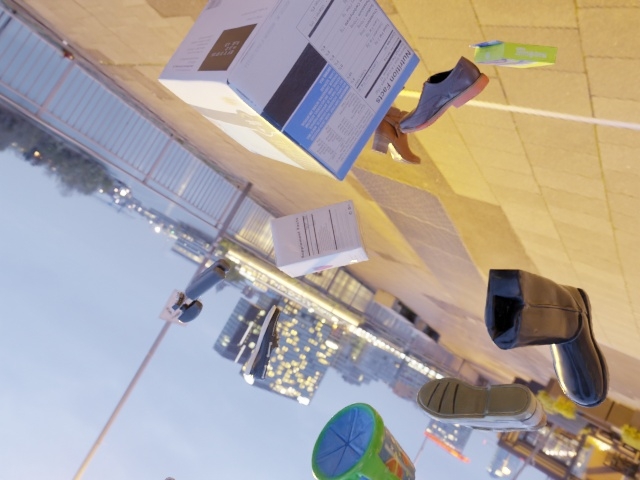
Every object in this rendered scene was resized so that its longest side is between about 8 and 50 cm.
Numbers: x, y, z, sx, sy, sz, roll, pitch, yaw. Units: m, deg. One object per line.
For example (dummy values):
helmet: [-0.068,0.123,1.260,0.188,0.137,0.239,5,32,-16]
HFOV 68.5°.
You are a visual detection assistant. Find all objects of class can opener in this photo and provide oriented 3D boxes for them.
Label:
can opener: [-0.352,0.149,1.387,0.093,0.074,0.280,38,127,-16]

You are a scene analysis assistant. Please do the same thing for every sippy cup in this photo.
sippy cup: [0.131,0.603,1.273,0.224,0.240,0.306,47,-161,-18]

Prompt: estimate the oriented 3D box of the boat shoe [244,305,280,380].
boat shoe: [-0.210,0.410,1.878,0.091,0.303,0.114,22,-174,-4]

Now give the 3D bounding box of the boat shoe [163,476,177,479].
boat shoe: [-0.353,0.659,1.027,0.096,0.268,0.088,-12,123,16]

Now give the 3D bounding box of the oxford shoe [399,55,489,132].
oxford shoe: [0.282,-0.358,1.166,0.098,0.097,0.271,44,144,-14]

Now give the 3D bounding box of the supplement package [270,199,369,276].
supplement package: [0.000,0.000,1.614,0.292,0.176,0.177,-14,162,10]

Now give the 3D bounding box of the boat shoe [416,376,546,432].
boat shoe: [0.362,0.392,1.085,0.103,0.113,0.302,46,147,-23]

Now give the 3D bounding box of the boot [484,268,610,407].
boot: [0.626,0.276,1.292,0.444,0.368,0.146,14,153,-43]

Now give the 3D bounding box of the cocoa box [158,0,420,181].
cocoa box: [-0.067,-0.273,0.756,0.227,0.232,0.347,35,177,-36]

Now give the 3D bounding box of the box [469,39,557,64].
box: [0.462,-0.449,1.136,0.178,0.043,0.109,-2,-165,-18]

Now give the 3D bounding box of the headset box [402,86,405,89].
headset box: [0.220,-0.490,1.454,0.083,0.032,0.062,-3,-124,-51]

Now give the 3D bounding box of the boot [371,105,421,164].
boot: [0.263,-0.331,1.497,0.197,0.153,0.073,16,-177,-29]
